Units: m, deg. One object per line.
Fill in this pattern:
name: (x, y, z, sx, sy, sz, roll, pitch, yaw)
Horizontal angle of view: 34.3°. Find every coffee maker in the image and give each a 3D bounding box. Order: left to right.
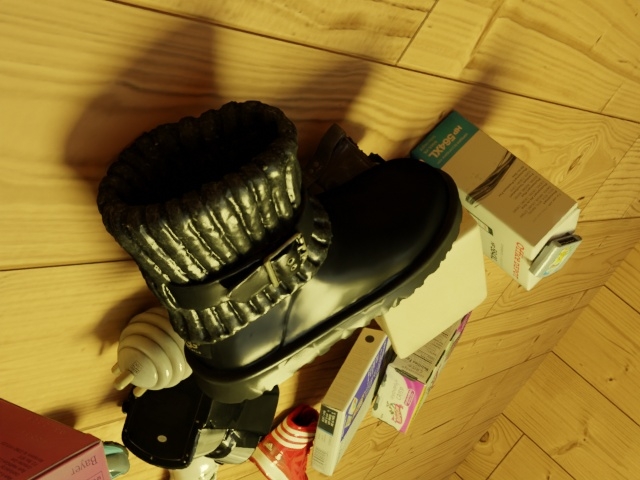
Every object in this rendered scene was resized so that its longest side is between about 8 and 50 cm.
coffee maker: (-0.122, 0.179, 1.192, 0.171, 0.120, 0.178, -51, 158, 7)

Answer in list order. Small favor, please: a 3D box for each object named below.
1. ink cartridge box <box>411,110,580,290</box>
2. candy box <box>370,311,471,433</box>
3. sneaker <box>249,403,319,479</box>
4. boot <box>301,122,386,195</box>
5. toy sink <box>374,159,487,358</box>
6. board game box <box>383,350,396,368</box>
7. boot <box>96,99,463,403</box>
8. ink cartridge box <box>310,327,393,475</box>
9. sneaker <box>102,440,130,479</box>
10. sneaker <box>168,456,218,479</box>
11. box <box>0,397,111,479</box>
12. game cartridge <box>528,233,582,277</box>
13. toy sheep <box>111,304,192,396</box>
ink cartridge box: (0.221, -0.049, 1.326, 0.086, 0.203, 0.148, -43, 157, -11)
candy box: (0.177, 0.183, 1.720, 0.233, 0.071, 0.159, -52, 164, -37)
sneaker: (-0.029, 0.341, 1.671, 0.128, 0.087, 0.221, -44, 159, -5)
boot: (0.000, 0.000, 1.158, 0.229, 0.091, 0.263, -47, 156, -1)
toy sink: (0.113, 0.027, 1.336, 0.153, 0.131, 0.234, -35, 153, -5)
board game box: (0.084, 0.219, 1.750, 0.103, 0.026, 0.154, -29, 151, -38)
boot: (-0.015, -0.033, 0.940, 0.348, 0.131, 0.260, -39, 135, -24)
ink cartridge box: (0.055, 0.233, 1.612, 0.208, 0.045, 0.206, -54, 162, -36)
sneaker: (-0.296, 0.297, 1.040, 0.262, 0.125, 0.104, -26, 176, -34)
sneaker: (-0.165, 0.340, 1.412, 0.080, 0.094, 0.212, -19, 144, -47)
box: (-0.258, 0.264, 0.839, 0.117, 0.214, 0.242, -27, 116, -41)
game cartridge: (0.289, 0.020, 1.277, 0.083, 0.017, 0.056, -12, 144, -53)
toy sheep: (-0.165, 0.111, 1.051, 0.132, 0.091, 0.091, -52, 167, -46)
